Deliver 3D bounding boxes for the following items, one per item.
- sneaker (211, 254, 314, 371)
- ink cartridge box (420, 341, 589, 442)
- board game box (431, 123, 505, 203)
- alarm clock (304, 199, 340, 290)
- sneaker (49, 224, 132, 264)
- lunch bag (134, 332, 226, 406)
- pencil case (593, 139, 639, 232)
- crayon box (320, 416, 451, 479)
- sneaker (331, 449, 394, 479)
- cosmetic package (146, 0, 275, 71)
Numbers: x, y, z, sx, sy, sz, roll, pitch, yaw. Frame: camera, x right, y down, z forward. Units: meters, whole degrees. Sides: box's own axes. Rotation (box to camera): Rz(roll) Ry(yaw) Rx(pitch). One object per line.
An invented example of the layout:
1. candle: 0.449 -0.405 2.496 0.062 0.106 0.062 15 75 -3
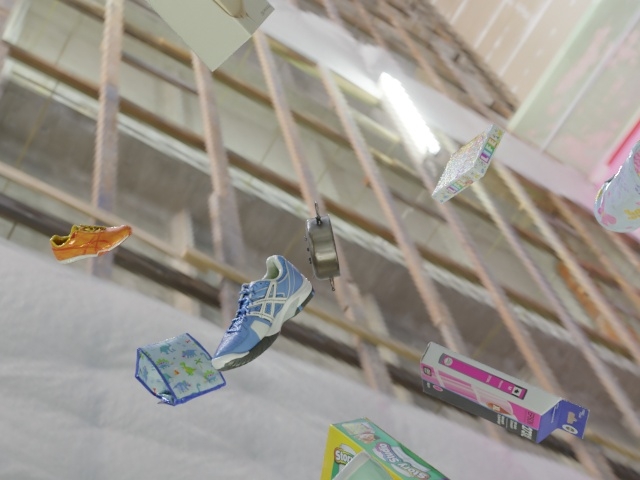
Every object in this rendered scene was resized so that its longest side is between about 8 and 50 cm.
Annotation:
1. sneaker: -0.095 0.105 1.498 0.081 0.080 0.211 55 -133 -17
2. ink cartridge box: 0.397 0.349 2.309 0.370 0.069 0.176 20 154 19
3. board game box: 0.263 -0.136 1.887 0.026 0.103 0.154 33 154 -10
4. alarm clock: 0.000 0.000 2.152 0.064 0.192 0.129 -8 -144 -2
5. sneaker: -0.451 -0.003 2.057 0.064 0.175 0.067 -78 -30 -66
6. lunch bag: -0.284 0.271 2.134 0.128 0.096 0.151 -18 -143 -38
7. pencil case: 0.638 -0.110 2.115 0.113 0.124 0.273 2 163 -1
8. crayon box: 0.132 0.569 2.063 0.106 0.313 0.363 -1 -162 -35
9. sneaker: 0.041 0.492 1.755 0.151 0.256 0.094 40 168 19
10. cosmetic package: -0.239 -0.466 1.851 0.309 0.113 0.160 45 -149 -14
